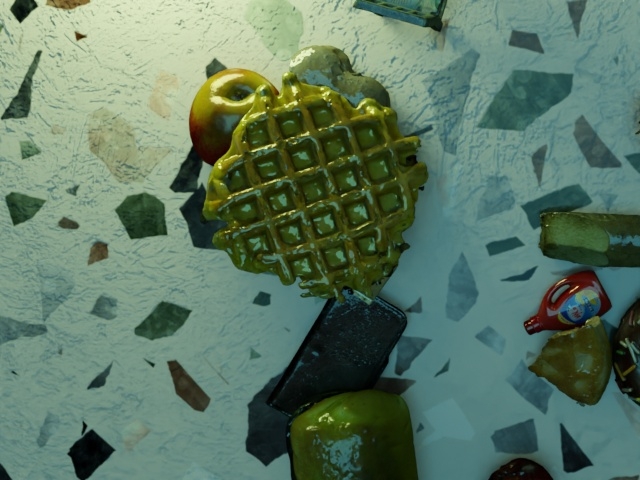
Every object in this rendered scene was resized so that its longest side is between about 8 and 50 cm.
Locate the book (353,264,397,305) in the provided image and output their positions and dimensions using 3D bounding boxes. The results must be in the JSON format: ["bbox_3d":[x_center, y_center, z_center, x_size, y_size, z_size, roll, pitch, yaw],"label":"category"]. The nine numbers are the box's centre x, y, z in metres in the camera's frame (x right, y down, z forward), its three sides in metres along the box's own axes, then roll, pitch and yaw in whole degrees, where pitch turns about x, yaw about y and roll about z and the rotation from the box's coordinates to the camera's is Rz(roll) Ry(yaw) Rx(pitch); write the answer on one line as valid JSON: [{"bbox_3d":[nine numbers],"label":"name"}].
[{"bbox_3d":[0.000,0.000,1.905,0.295,0.208,0.020,34,114,6],"label":"book"}]

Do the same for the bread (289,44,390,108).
[{"bbox_3d":[0.047,-0.207,1.921,0.183,0.102,0.337,-8,97,12],"label":"bread"}]

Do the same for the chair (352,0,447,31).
[{"bbox_3d":[0.157,-0.456,1.779,0.136,0.270,0.147,18,101,10],"label":"chair"}]

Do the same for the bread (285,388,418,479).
[{"bbox_3d":[0.063,0.470,1.946,0.251,0.208,0.376,-4,100,5],"label":"bread"}]

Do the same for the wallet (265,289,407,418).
[{"bbox_3d":[0.037,0.239,2.010,0.172,0.045,0.318,30,105,5],"label":"wallet"}]

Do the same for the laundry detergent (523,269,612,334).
[{"bbox_3d":[0.458,0.126,1.909,0.165,0.049,0.097,-28,94,15],"label":"laundry detergent"}]

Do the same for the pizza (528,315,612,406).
[{"bbox_3d":[0.472,0.231,1.910,0.161,0.062,0.182,-10,114,23],"label":"pizza"}]

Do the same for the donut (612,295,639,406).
[{"bbox_3d":[0.667,0.211,1.853,0.270,0.103,0.269,1,96,10],"label":"donut"}]

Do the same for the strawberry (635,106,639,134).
[{"bbox_3d":[0.680,-0.202,1.801,0.236,0.106,0.175,8,60,8],"label":"strawberry"}]

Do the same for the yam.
[{"bbox_3d":[0.533,-0.001,1.854,0.259,0.106,0.106,1,98,10],"label":"yam"}]

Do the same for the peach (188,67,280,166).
[{"bbox_3d":[-0.162,-0.231,1.954,0.190,0.192,0.190,5,67,-11],"label":"peach"}]

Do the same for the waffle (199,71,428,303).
[{"bbox_3d":[-0.004,-0.093,1.793,0.380,0.095,0.382,22,81,0],"label":"waffle"}]

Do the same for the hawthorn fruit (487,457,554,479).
[{"bbox_3d":[0.396,0.501,1.929,0.172,0.148,0.148,40,103,-9],"label":"hawthorn fruit"}]
